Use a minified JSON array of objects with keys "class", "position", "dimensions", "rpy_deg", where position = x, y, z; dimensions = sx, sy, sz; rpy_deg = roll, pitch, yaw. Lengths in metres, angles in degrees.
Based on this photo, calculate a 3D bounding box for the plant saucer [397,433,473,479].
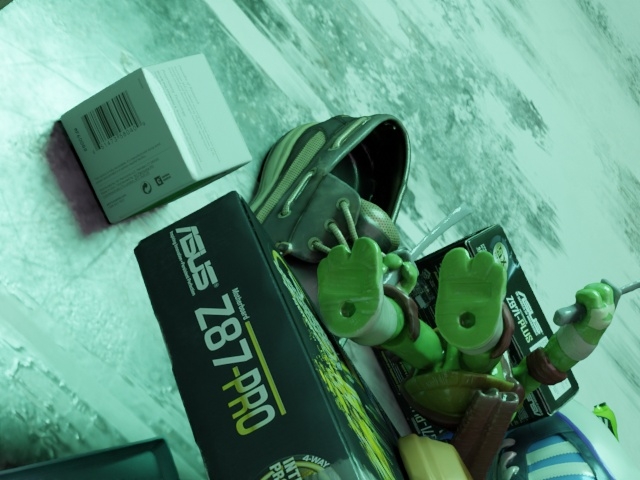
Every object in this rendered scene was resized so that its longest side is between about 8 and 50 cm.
[{"class":"plant saucer","position":[0.115,0.225,0.999],"dimensions":[0.200,0.037,0.200],"rpy_deg":[63,2,-4]}]

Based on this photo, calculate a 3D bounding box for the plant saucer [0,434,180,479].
[{"class":"plant saucer","position":[-0.168,0.184,0.981],"dimensions":[0.192,0.018,0.067],"rpy_deg":[-4,72,-53]}]

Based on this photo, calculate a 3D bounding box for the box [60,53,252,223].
[{"class":"box","position":[-0.132,-0.083,1.129],"dimensions":[0.087,0.101,0.102],"rpy_deg":[-28,93,-56]}]

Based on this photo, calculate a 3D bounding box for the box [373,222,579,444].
[{"class":"box","position":[0.136,0.097,1.326],"dimensions":[0.077,0.147,0.180],"rpy_deg":[-24,87,-56]}]

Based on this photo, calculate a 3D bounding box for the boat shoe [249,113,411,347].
[{"class":"boat shoe","position":[0.000,0.000,1.224],"dimensions":[0.132,0.130,0.355],"rpy_deg":[43,39,-27]}]

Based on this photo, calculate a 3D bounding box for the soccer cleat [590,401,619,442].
[{"class":"soccer cleat","position":[0.285,0.221,1.523],"dimensions":[0.179,0.060,0.072],"rpy_deg":[0,69,-56]}]

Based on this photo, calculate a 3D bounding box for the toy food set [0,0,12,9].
[{"class":"toy food set","position":[-0.141,-0.277,1.142],"dimensions":[0.092,0.219,0.306],"rpy_deg":[56,34,-11]}]

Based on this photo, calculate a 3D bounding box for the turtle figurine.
[{"class":"turtle figurine","position":[0.117,0.037,1.083],"dimensions":[0.198,0.275,0.266],"rpy_deg":[41,1,27]}]

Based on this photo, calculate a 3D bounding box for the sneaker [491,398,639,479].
[{"class":"sneaker","position":[0.177,0.268,1.290],"dimensions":[0.323,0.236,0.130],"rpy_deg":[-133,-148,-52]}]

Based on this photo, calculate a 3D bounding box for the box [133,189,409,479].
[{"class":"box","position":[0.025,0.199,0.964],"dimensions":[0.395,0.097,0.318],"rpy_deg":[59,6,-42]}]
